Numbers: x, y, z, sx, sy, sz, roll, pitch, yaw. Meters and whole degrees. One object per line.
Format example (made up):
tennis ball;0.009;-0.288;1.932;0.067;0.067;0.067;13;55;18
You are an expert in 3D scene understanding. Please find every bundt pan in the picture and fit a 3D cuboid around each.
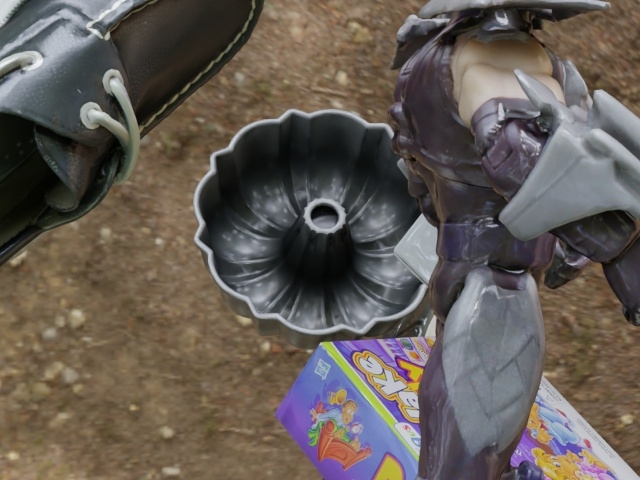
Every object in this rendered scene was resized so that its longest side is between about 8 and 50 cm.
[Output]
bundt pan;0.000;0.000;1.613;0.330;0.124;0.331;3;59;-5

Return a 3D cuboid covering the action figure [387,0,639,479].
action figure;0.056;0.022;0.407;0.099;0.185;0.285;6;91;6

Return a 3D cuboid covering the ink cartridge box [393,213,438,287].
ink cartridge box;0.166;-0.016;1.178;0.072;0.175;0.127;45;112;23

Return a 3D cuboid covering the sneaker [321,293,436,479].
sneaker;0.160;0.301;1.769;0.169;0.257;0.447;-39;23;57

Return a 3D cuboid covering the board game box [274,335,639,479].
board game box;0.157;0.214;0.936;0.347;0.233;0.078;48;120;32

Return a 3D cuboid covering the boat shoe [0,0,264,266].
boat shoe;-0.135;-0.042;0.569;0.302;0.114;0.091;-37;56;-17
